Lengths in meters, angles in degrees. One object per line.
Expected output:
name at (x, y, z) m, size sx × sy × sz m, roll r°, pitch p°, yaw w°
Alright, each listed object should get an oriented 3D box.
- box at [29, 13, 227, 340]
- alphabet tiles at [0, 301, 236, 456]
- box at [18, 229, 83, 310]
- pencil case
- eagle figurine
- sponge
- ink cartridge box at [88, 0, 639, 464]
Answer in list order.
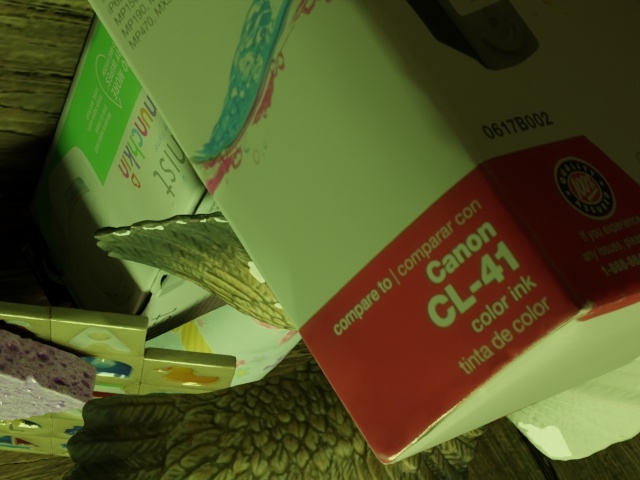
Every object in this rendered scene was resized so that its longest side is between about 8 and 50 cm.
box at (-0.031, -0.066, 1.007) m, size 0.231 × 0.127 × 0.262 m, roll -24°, pitch 165°, yaw -27°
alphabet tiles at (-0.208, 0.097, 1.110) m, size 0.285 × 0.011 × 0.342 m, roll 7°, pitch 159°, yaw -6°
box at (-0.154, 0.023, 1.141) m, size 0.062 × 0.083 × 0.052 m, roll -35°, pitch 166°, yaw 13°
pencil case at (-0.059, 0.055, 1.393) m, size 0.124 × 0.113 × 0.273 m, roll -7°, pitch 153°, yaw -38°
eagle figurine at (0.020, 0.058, 0.910) m, size 0.225 × 0.226 × 0.298 m, roll -18°, pitch -175°, yaw 44°
sponge at (-0.252, 0.090, 1.039) m, size 0.210 × 0.031 × 0.117 m, roll -16°, pitch 151°, yaw 41°
ink cartridge box at (0.047, -0.078, 0.751) m, size 0.226 × 0.306 × 0.131 m, roll -15°, pitch 159°, yaw -51°
